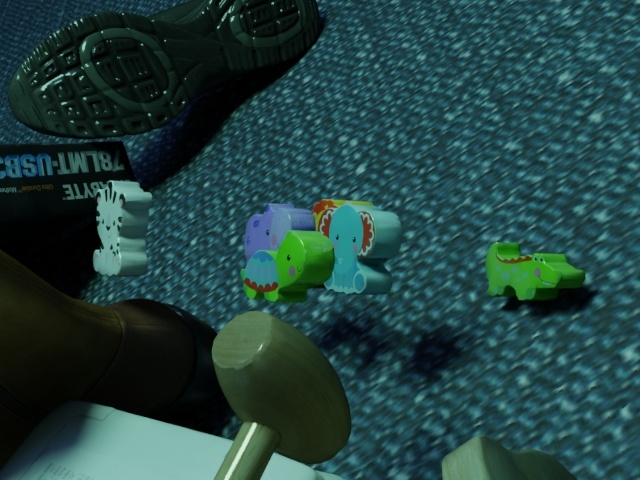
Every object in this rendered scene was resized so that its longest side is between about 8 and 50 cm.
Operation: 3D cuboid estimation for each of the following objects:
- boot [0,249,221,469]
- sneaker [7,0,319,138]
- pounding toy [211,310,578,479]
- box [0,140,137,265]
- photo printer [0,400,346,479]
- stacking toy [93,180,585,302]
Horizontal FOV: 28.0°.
[{"bbox_3d":[-0.213,0.094,0.679,0.264,0.280,0.096,-21,71,17],"label":"boot"},{"bbox_3d":[-0.140,-0.153,1.124,0.286,0.109,0.130,-21,4,-27],"label":"sneaker"},{"bbox_3d":[0.032,0.159,0.401,0.155,0.154,0.269,-32,46,15],"label":"pounding toy"},{"bbox_3d":[-0.343,0.003,1.029,0.295,0.073,0.293,-23,-6,28],"label":"box"},{"bbox_3d":[-0.125,0.219,0.531,0.256,0.107,0.307,0,46,54],"label":"photo printer"},{"bbox_3d":[0.000,0.000,0.667,0.221,0.167,0.052,6,94,56],"label":"stacking toy"}]
